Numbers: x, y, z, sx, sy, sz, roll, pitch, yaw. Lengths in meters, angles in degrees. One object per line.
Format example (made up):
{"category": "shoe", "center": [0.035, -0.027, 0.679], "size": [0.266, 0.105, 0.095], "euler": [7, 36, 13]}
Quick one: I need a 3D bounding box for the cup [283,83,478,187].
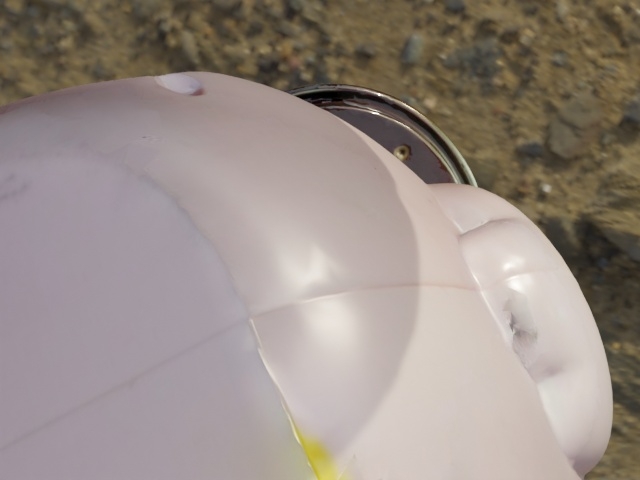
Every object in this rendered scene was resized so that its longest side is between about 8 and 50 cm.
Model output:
{"category": "cup", "center": [0.000, 0.000, 1.043], "size": [0.196, 0.279, 0.196], "euler": [0, 90, -4]}

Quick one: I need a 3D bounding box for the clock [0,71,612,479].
{"category": "clock", "center": [-0.065, 0.106, 0.620], "size": [0.368, 0.377, 0.250], "euler": [-28, 69, 3]}
